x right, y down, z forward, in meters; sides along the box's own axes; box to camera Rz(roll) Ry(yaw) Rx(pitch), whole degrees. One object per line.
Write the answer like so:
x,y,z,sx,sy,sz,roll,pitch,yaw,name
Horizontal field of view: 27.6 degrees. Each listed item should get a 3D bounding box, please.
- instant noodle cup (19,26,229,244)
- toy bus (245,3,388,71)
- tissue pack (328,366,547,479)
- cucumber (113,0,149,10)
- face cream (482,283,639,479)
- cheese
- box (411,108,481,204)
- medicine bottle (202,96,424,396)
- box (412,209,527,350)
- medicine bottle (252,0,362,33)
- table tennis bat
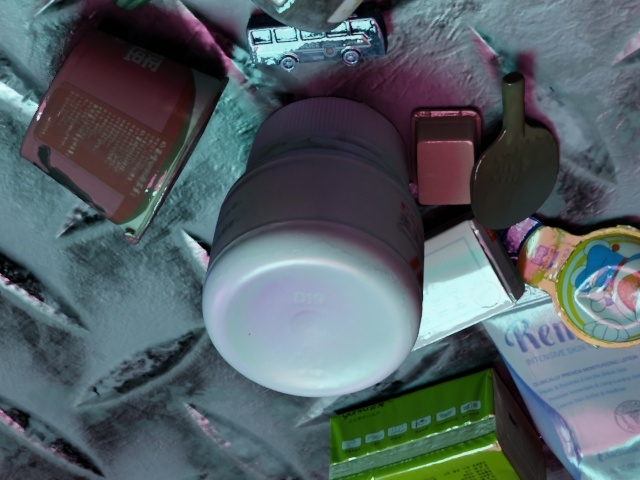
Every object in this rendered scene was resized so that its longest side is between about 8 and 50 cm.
-0.239,-0.136,1.562,0.178,0.234,0.235,30,127,-7,instant noodle cup
-0.004,-0.244,1.553,0.166,0.047,0.065,-4,126,10,toy bus
0.176,0.338,1.954,0.275,0.167,0.200,-21,127,20,tissue pack
-0.205,-0.303,1.520,0.048,0.048,0.105,36,125,-23,cucumber
0.405,0.215,1.883,0.235,0.137,0.420,-18,115,22,face cream
0.362,0.050,1.739,0.270,0.069,0.177,25,112,3,cheese
0.159,-0.102,1.647,0.089,0.062,0.122,-1,129,6,box
0.000,0.000,1.579,0.256,0.325,0.256,3,129,3,medicine bottle
0.133,0.071,1.757,0.269,0.079,0.135,-27,96,26,box
0.032,-0.364,1.371,0.165,0.165,0.273,31,125,-20,medicine bottle
0.242,-0.109,1.625,0.131,0.022,0.234,-23,135,-17,table tennis bat
